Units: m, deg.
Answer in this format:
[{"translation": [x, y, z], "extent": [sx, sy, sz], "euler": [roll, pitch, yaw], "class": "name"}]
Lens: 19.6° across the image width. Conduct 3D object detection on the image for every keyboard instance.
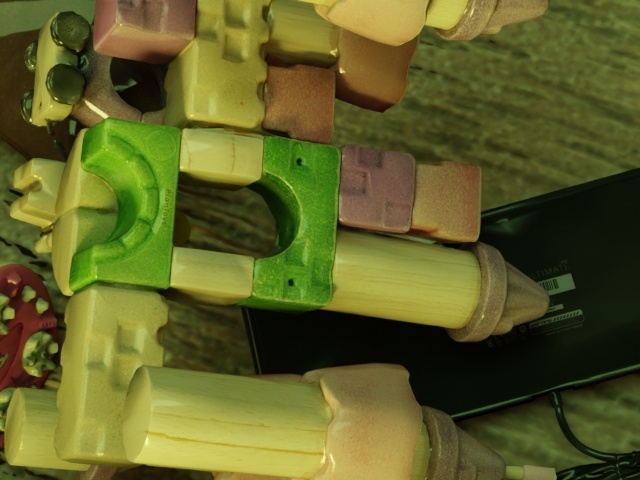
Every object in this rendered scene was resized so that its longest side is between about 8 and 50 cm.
[{"translation": [0.123, 0.069, 1.016], "extent": [0.317, 0.033, 0.201], "euler": [-16, 60, 6], "class": "keyboard"}]

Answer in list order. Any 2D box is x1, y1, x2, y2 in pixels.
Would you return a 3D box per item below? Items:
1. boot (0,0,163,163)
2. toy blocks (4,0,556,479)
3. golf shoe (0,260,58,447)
[{"translation": [-0.194, -0.091, 1.136], "extent": [0.248, 0.090, 0.207], "euler": [-27, 58, -6], "class": "boot"}, {"translation": [0.000, 0.000, 0.955], "extent": [0.260, 0.309, 0.288], "euler": [8, 78, -22], "class": "toy blocks"}, {"translation": [-0.279, 0.128, 1.043], "extent": [0.140, 0.115, 0.306], "euler": [21, 62, 31], "class": "golf shoe"}]
